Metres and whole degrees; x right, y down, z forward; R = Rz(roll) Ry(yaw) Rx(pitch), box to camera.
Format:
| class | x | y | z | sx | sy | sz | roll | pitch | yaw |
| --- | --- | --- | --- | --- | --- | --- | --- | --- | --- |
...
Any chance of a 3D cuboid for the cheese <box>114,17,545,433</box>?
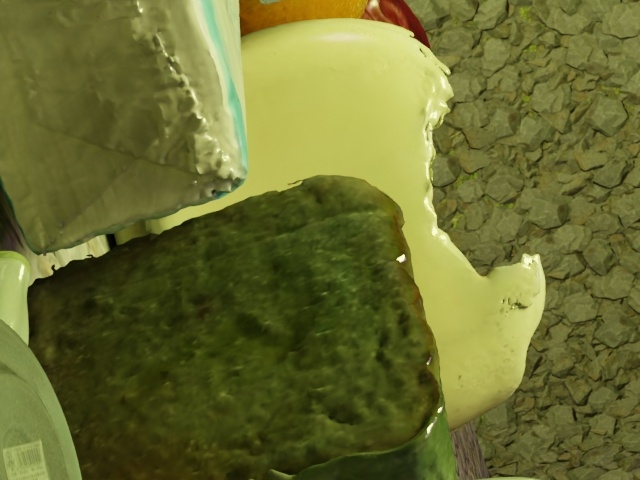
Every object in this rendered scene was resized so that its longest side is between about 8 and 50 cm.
| class | x | y | z | sx | sy | sz | roll | pitch | yaw |
| --- | --- | --- | --- | --- | --- | --- | --- | --- | --- |
| cheese | 0.000 | 0.000 | 1.077 | 0.127 | 0.233 | 0.266 | 97 | -20 | -79 |

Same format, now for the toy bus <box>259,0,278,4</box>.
| class | x | y | z | sx | sy | sz | roll | pitch | yaw |
| --- | --- | --- | --- | --- | --- | --- | --- | --- | --- |
| toy bus | -0.067 | -0.278 | 1.092 | 0.329 | 0.136 | 0.109 | 51 | -32 | 35 |

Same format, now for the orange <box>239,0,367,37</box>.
| class | x | y | z | sx | sy | sz | roll | pitch | yaw |
| --- | --- | --- | --- | --- | --- | --- | --- | --- | --- |
| orange | -0.058 | -0.196 | 1.218 | 0.206 | 0.206 | 0.206 | -17 | 90 | -83 |

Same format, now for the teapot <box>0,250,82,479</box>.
| class | x | y | z | sx | sy | sz | roll | pitch | yaw |
| --- | --- | --- | --- | --- | --- | --- | --- | --- | --- |
| teapot | -0.116 | 0.067 | 0.503 | 0.124 | 0.091 | 0.092 | -67 | 141 | -71 |

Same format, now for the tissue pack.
| class | x | y | z | sx | sy | sz | roll | pitch | yaw |
| --- | --- | --- | --- | --- | --- | --- | --- | --- | --- |
| tissue pack | -0.110 | -0.136 | 0.880 | 0.271 | 0.124 | 0.201 | -100 | 177 | -67 |

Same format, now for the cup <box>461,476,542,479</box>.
| class | x | y | z | sx | sy | sz | roll | pitch | yaw |
| --- | --- | --- | --- | --- | --- | --- | --- | --- | --- |
| cup | 0.099 | 0.249 | 1.248 | 0.258 | 0.186 | 0.234 | -51 | 128 | -31 |

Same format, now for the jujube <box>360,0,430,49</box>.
| class | x | y | z | sx | sy | sz | roll | pitch | yaw |
| --- | --- | --- | --- | --- | --- | --- | --- | --- | --- |
| jujube | -0.009 | -0.143 | 1.468 | 0.290 | 0.197 | 0.197 | 60 | 15 | -60 |

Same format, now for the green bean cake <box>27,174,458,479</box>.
| class | x | y | z | sx | sy | sz | roll | pitch | yaw |
| --- | --- | --- | --- | --- | --- | --- | --- | --- | --- |
| green bean cake | -0.033 | 0.075 | 0.777 | 0.173 | 0.181 | 0.094 | -103 | 174 | -49 |
